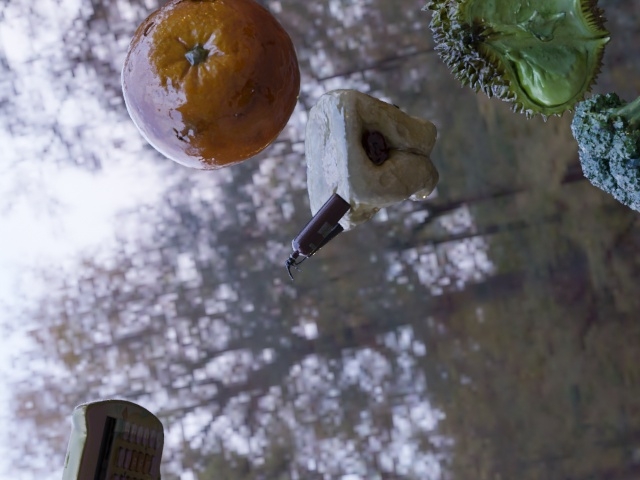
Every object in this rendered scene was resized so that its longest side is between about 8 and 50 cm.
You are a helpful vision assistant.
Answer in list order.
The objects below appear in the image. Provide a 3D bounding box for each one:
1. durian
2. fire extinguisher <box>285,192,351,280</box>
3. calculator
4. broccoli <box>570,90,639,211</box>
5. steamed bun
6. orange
[{"bbox_3d":[0.233,-0.267,1.756,0.237,0.200,0.176,41,178,-38],"label":"durian"},{"bbox_3d":[-0.004,-0.004,1.561,0.032,0.100,0.046,41,-178,7],"label":"fire extinguisher"},{"bbox_3d":[-0.234,0.259,1.649,0.236,0.033,0.157,39,-121,-66],"label":"calculator"},{"bbox_3d":[0.488,-0.159,2.053,0.270,0.270,0.270,-57,-19,-66],"label":"broccoli"},{"bbox_3d":[0.074,-0.101,1.819,0.141,0.155,0.172,157,108,-66],"label":"steamed bun"},{"bbox_3d":[-0.170,-0.252,2.302,0.226,0.284,0.283,43,-141,-74],"label":"orange"}]
